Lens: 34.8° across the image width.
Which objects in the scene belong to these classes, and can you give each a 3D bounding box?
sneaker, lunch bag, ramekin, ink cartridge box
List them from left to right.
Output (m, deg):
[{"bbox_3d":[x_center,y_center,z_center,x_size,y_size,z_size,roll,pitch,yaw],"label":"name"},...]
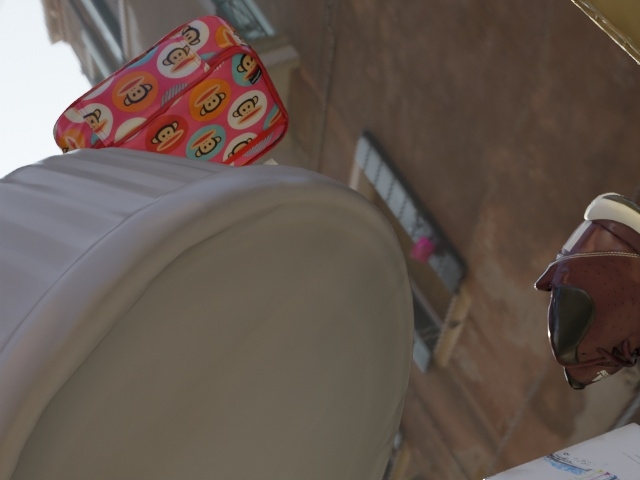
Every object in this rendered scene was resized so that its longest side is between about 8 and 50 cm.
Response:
[{"bbox_3d":[-0.083,0.083,0.444,0.273,0.127,0.273,-35,-43,-41],"label":"ramekin"},{"bbox_3d":[-0.193,-0.142,1.404,0.293,0.120,0.258,-37,-30,-4],"label":"lunch bag"},{"bbox_3d":[0.330,0.352,1.189,0.232,0.168,0.171,-15,-67,-22],"label":"ink cartridge box"},{"bbox_3d":[0.311,0.101,0.917,0.162,0.281,0.106,-48,-22,11],"label":"sneaker"}]

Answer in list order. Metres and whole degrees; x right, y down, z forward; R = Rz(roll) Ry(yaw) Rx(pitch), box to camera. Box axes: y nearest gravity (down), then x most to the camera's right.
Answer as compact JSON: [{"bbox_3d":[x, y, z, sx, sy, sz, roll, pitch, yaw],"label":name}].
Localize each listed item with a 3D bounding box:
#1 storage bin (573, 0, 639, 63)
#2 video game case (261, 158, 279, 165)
[{"bbox_3d":[0.318,-0.241,0.766,0.123,0.260,0.262,-29,-28,-16],"label":"storage bin"},{"bbox_3d":[0.000,0.000,1.433,0.023,0.212,0.193,-40,-18,-12],"label":"video game case"}]
